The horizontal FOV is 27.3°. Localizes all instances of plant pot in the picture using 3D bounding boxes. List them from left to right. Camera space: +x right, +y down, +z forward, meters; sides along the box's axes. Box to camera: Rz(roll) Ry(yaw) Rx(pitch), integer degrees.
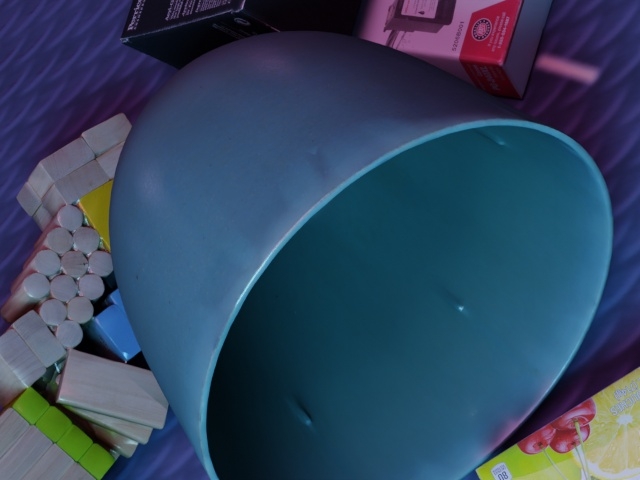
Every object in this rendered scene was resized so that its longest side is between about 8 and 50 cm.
[{"bbox_3d":[0.000,0.000,0.849,0.293,0.293,0.235,-48,47,3],"label":"plant pot"}]

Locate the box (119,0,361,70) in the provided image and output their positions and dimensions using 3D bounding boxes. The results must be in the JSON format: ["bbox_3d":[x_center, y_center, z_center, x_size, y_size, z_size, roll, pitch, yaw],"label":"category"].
[{"bbox_3d":[-0.035,-0.261,1.006,0.184,0.103,0.261,3,72,53],"label":"box"}]

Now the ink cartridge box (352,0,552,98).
[{"bbox_3d":[0.088,-0.176,0.981,0.150,0.063,0.109,12,78,27],"label":"ink cartridge box"}]

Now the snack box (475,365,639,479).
[{"bbox_3d":[0.222,0.185,0.795,0.174,0.070,0.207,-35,64,9],"label":"snack box"}]

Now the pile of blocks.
[{"bbox_3d":[-0.194,0.085,1.015,0.112,0.149,0.362,-34,39,60],"label":"pile of blocks"}]
